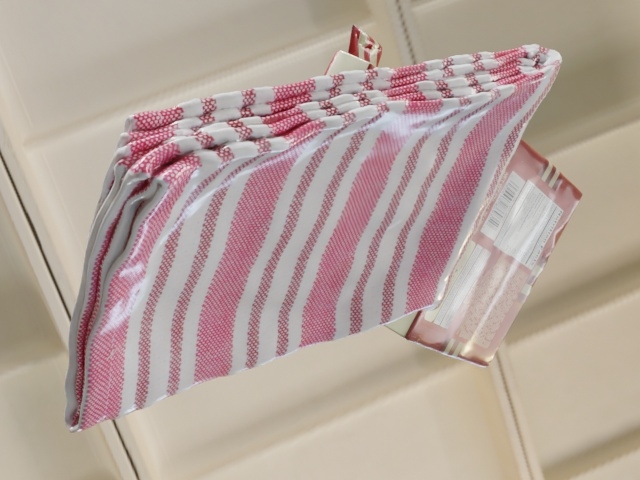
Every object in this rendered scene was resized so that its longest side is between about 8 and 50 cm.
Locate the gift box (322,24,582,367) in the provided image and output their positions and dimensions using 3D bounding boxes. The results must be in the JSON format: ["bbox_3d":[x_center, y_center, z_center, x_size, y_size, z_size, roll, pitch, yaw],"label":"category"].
[{"bbox_3d":[0.080,-0.046,1.174,0.255,0.258,0.276,-59,-33,-2],"label":"gift box"}]

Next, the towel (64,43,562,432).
[{"bbox_3d":[0.000,0.000,0.436,0.197,0.029,0.144,-15,-37,-34],"label":"towel"}]
